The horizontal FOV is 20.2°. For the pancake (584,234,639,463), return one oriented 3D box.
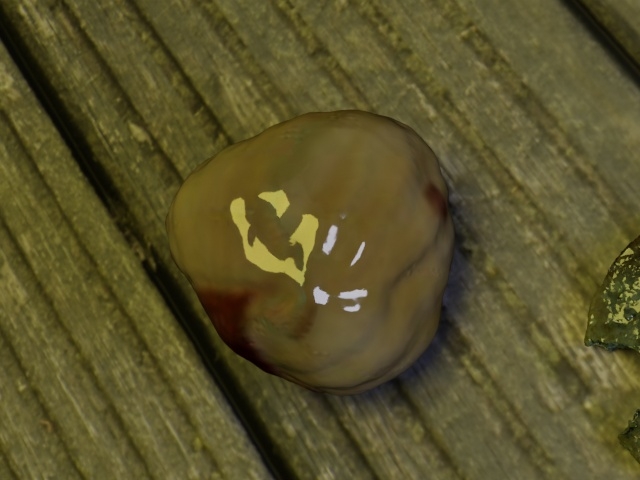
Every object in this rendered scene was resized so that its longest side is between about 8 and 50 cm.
[{"bbox_3d":[0.339,0.085,1.467,0.253,0.037,0.254,-11,67,26],"label":"pancake"}]

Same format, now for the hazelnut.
[{"bbox_3d":[0.000,0.000,1.605,0.261,0.241,0.261,2,98,16],"label":"hazelnut"}]
